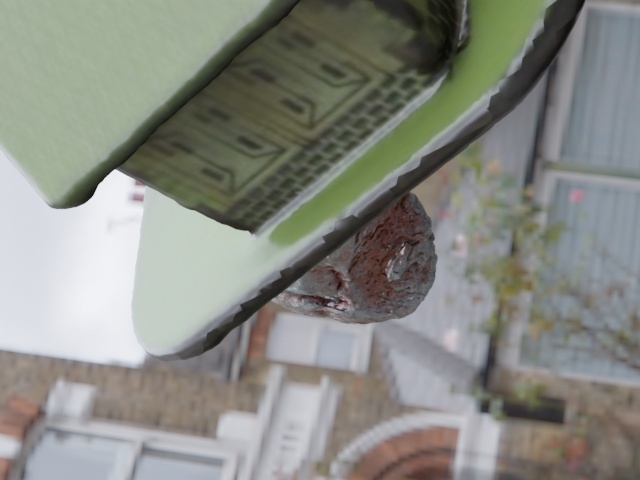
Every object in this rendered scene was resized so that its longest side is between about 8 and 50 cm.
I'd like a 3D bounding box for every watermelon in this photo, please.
[{"bbox_3d":[0.000,0.000,0.819,0.187,0.139,0.071,-26,40,55],"label":"watermelon"}]

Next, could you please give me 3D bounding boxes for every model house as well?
[{"bbox_3d":[-0.087,-0.128,0.505,0.218,0.278,0.205,-38,35,36],"label":"model house"}]
